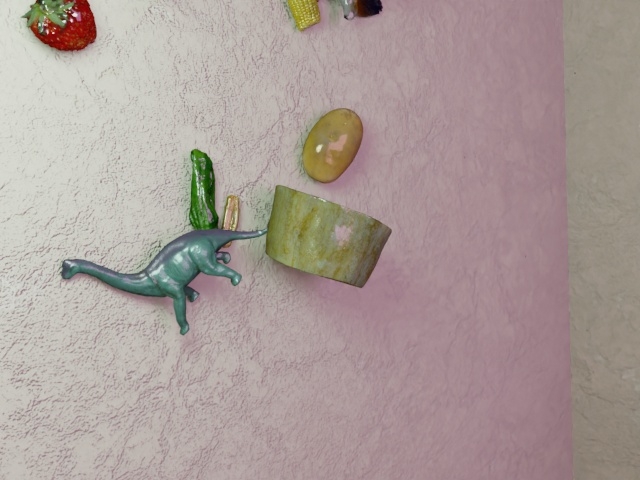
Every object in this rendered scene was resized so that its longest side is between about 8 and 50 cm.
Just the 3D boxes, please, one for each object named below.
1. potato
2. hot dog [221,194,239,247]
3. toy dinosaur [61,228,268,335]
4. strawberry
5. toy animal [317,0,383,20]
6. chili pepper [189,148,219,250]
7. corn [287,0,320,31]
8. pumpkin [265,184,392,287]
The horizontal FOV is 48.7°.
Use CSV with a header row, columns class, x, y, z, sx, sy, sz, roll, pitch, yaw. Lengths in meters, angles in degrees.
class,x,y,z,sx,sy,sz,roll,pitch,yaw
potato,0.036,-0.272,2.001,0.150,0.146,0.234,31,67,-9
hot dog,-0.231,-0.047,1.807,0.044,0.028,0.137,10,81,-19
toy dinosaur,-0.344,0.020,1.608,0.383,0.129,0.331,-50,125,-9
strawberry,-0.525,-0.454,1.449,0.148,0.131,0.131,-77,162,-82
toy animal,0.087,-0.797,2.040,0.302,0.225,0.284,-33,95,-27
chili pepper,-0.281,-0.094,1.722,0.100,0.074,0.257,-87,175,-83
corn,-0.065,-0.696,1.916,0.081,0.081,0.249,-37,117,-38
pumpkin,0.000,0.000,1.862,0.332,0.332,0.199,28,85,-42
